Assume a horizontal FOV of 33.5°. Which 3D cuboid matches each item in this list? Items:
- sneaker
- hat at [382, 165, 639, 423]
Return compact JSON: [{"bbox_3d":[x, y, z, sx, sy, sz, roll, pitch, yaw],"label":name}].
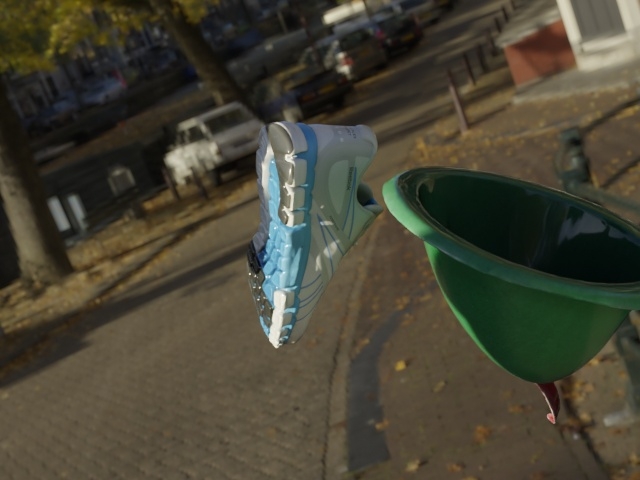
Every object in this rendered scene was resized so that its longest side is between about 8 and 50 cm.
[{"bbox_3d":[0.000,0.000,0.705,0.083,0.190,0.071,-11,50,-21],"label":"sneaker"},{"bbox_3d":[0.113,0.072,0.648,0.208,0.183,0.173,9,24,-17],"label":"hat"}]
